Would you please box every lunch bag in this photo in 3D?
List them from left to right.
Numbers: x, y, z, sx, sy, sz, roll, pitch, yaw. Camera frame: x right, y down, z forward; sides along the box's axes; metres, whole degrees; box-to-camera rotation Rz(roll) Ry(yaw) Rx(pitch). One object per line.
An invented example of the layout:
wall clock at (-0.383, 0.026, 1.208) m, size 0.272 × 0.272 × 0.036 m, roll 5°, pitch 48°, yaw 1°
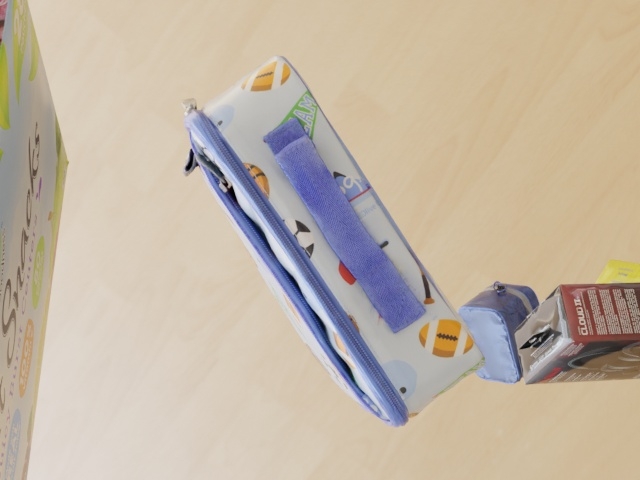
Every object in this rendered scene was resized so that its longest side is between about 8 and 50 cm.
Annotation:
lunch bag at (0.000, 0.000, 0.945) m, size 0.115 × 0.243 × 0.303 m, roll -35°, pitch 91°, yaw -4°
lunch bag at (0.188, 0.088, 1.207) m, size 0.067 × 0.065 × 0.098 m, roll 6°, pitch 118°, yaw 49°

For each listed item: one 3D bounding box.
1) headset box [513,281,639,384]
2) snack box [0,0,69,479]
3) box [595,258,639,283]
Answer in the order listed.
headset box at (0.140, 0.046, 0.592) m, size 0.083 × 0.062 × 0.032 m, roll -2°, pitch 64°, yaw -15°
snack box at (-0.132, 0.036, 0.383) m, size 0.070 × 0.174 × 0.207 m, roll 4°, pitch 71°, yaw -5°
box at (0.264, 0.066, 0.757) m, size 0.105 × 0.179 × 0.043 m, roll 41°, pitch 74°, yaw -25°
